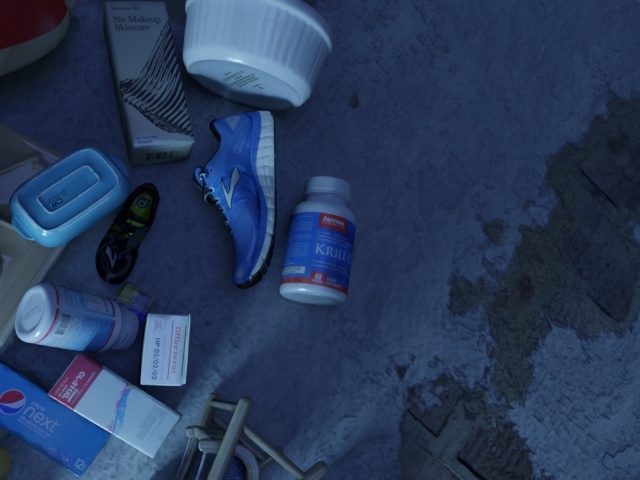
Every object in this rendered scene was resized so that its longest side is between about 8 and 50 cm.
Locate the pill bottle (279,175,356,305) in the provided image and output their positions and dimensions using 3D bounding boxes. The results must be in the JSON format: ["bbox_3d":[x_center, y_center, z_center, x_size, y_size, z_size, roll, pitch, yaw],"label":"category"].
[{"bbox_3d":[0.000,0.000,1.027,0.124,0.124,0.221,12,73,-17],"label":"pill bottle"}]

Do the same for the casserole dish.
[{"bbox_3d":[-0.383,-0.074,0.858,0.188,0.037,0.114,-41,88,-22],"label":"casserole dish"}]

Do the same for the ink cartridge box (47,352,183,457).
[{"bbox_3d":[-0.308,0.247,0.848,0.175,0.127,0.072,36,69,-9],"label":"ink cartridge box"}]

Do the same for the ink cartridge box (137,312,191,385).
[{"bbox_3d":[-0.243,0.169,0.862,0.062,0.181,0.104,6,74,-19],"label":"ink cartridge box"}]

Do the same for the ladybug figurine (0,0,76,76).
[{"bbox_3d":[-0.610,-0.370,0.841,0.450,0.162,0.305,-17,65,-22],"label":"ladybug figurine"}]

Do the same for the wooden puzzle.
[{"bbox_3d":[-0.562,-0.038,0.858,0.348,0.080,0.322,27,68,-7],"label":"wooden puzzle"}]

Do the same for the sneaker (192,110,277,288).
[{"bbox_3d":[-0.152,-0.074,1.006,0.147,0.130,0.329,-2,74,-6],"label":"sneaker"}]

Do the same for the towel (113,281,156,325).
[{"bbox_3d":[-0.321,0.116,0.940,0.060,0.009,0.083,32,68,-11],"label":"towel"}]

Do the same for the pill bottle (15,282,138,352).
[{"bbox_3d":[-0.359,0.122,0.840,0.160,0.087,0.087,28,63,-50],"label":"pill bottle"}]

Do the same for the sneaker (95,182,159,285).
[{"bbox_3d":[-0.323,-0.017,0.936,0.067,0.078,0.188,24,70,-13],"label":"sneaker"}]

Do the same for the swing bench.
[{"bbox_3d":[-0.157,0.372,0.805,0.165,0.253,0.254,42,66,-6],"label":"swing bench"}]

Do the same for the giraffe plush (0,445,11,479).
[{"bbox_3d":[-0.489,0.334,0.744,0.210,0.181,0.170,26,56,-31],"label":"giraffe plush"}]

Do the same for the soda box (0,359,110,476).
[{"bbox_3d":[-0.421,0.261,0.835,0.210,0.067,0.071,37,67,-9],"label":"soda box"}]

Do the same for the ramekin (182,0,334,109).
[{"bbox_3d":[-0.118,-0.333,1.001,0.273,0.273,0.127,15,84,-17],"label":"ramekin"}]

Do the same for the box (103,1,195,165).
[{"bbox_3d":[-0.308,-0.279,0.999,0.113,0.094,0.275,-11,81,-23],"label":"box"}]
